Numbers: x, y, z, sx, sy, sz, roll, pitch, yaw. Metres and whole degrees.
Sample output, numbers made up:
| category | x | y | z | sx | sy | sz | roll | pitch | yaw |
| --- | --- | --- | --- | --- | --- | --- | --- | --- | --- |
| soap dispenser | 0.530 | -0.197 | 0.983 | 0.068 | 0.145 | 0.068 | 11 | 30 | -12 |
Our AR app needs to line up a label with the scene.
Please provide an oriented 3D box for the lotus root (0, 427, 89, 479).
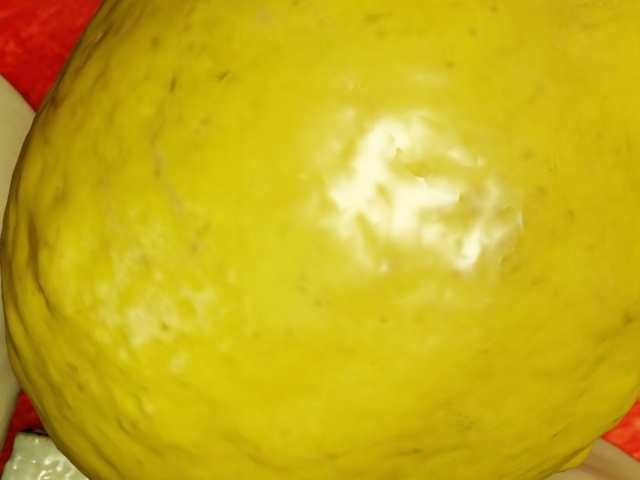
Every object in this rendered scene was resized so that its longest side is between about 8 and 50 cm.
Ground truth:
| category | x | y | z | sx | sy | sz | roll | pitch | yaw |
| --- | --- | --- | --- | --- | --- | --- | --- | --- | --- |
| lotus root | -0.080 | 0.271 | 0.834 | 0.260 | 0.267 | 0.149 | 13 | 166 | 2 |

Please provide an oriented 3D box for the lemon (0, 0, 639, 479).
| category | x | y | z | sx | sy | sz | roll | pitch | yaw |
| --- | --- | --- | --- | --- | --- | --- | --- | --- | --- |
| lemon | 0.003 | -0.004 | 0.581 | 0.316 | 0.285 | 0.285 | -33 | 100 | 11 |

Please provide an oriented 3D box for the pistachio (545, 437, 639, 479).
| category | x | y | z | sx | sy | sz | roll | pitch | yaw |
| --- | --- | --- | --- | --- | --- | --- | --- | --- | --- |
| pistachio | 0.068 | 0.173 | 0.719 | 0.238 | 0.153 | 0.137 | -20 | 141 | 11 |

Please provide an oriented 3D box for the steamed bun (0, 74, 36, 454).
| category | x | y | z | sx | sy | sz | roll | pitch | yaw |
| --- | --- | --- | --- | --- | --- | --- | --- | --- | --- |
| steamed bun | -0.375 | 0.005 | 0.758 | 0.456 | 0.290 | 0.371 | 15 | 125 | -9 |
